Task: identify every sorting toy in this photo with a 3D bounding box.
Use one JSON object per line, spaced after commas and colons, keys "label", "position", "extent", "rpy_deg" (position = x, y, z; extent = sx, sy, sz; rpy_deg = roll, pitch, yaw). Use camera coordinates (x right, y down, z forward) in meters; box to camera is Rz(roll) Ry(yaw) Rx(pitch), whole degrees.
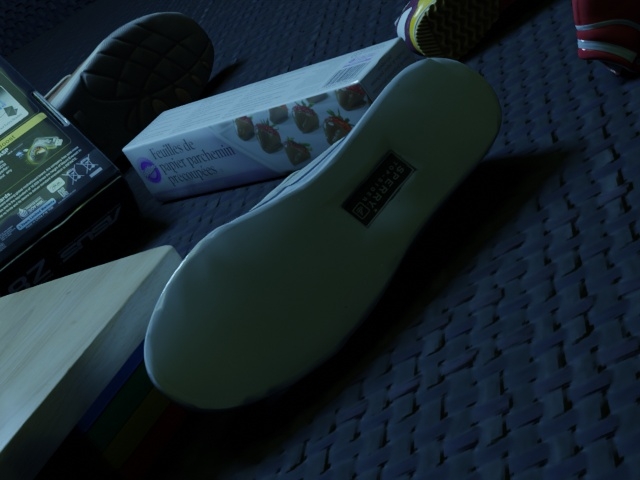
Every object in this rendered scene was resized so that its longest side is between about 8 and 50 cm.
{"label": "sorting toy", "position": [-0.208, 0.138, 0.716], "extent": [0.255, 0.089, 0.257], "rpy_deg": [-16, 28, 41]}

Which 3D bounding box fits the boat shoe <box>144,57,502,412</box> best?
{"label": "boat shoe", "position": [0.000, 0.000, 0.712], "extent": [0.267, 0.096, 0.088], "rpy_deg": [-50, -3, -23]}

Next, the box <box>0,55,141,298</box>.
{"label": "box", "position": [-0.410, -0.011, 1.082], "extent": [0.395, 0.097, 0.318], "rpy_deg": [-42, 67, -15]}

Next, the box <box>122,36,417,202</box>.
{"label": "box", "position": [-0.043, -0.092, 1.003], "extent": [0.324, 0.063, 0.067], "rpy_deg": [-9, 31, 48]}

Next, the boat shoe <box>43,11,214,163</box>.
{"label": "boat shoe", "position": [-0.248, -0.138, 1.337], "extent": [0.324, 0.123, 0.116], "rpy_deg": [-45, 21, -30]}

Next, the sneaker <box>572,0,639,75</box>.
{"label": "sneaker", "position": [0.213, -0.140, 0.770], "extent": [0.118, 0.067, 0.042], "rpy_deg": [-7, 15, -11]}

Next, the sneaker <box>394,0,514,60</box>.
{"label": "sneaker", "position": [0.140, -0.220, 0.998], "extent": [0.185, 0.069, 0.084], "rpy_deg": [-35, 26, -3]}
